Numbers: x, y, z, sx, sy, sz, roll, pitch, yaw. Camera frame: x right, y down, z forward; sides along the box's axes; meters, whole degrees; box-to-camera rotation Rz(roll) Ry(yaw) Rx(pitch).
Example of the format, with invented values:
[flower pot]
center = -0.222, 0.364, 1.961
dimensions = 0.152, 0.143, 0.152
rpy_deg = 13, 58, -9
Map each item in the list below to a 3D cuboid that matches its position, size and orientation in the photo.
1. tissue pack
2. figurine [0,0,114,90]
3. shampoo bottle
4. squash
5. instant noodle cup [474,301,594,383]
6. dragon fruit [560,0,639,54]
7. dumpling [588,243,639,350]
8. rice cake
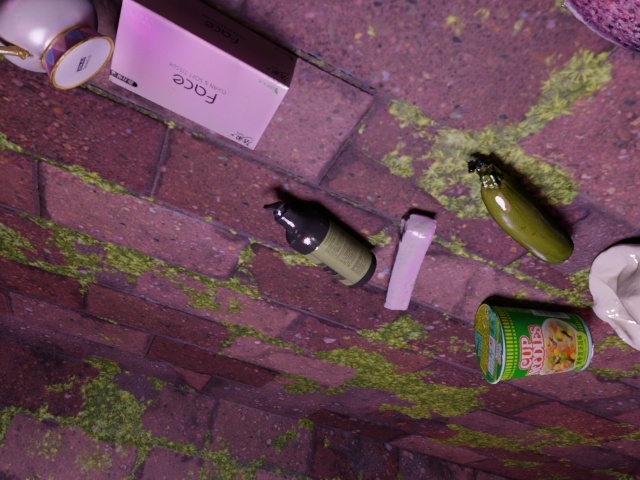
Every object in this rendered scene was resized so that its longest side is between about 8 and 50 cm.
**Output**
[tissue pack]
center = -0.177, -0.267, 0.684
dimensions = 0.246, 0.092, 0.148
rpy_deg = 24, 139, -17
[figurine]
center = -0.408, -0.331, 0.577
dimensions = 0.263, 0.189, 0.142
rpy_deg = 47, 128, -11
[shampoo bottle]
center = 0.000, 0.000, 0.978
dimensions = 0.101, 0.101, 0.284
rpy_deg = -28, 129, 38
[squash]
center = 0.388, -0.046, 0.855
dimensions = 0.331, 0.087, 0.087
rpy_deg = 36, 135, -28
[instant noodle cup]
center = 0.539, 0.255, 1.136
dimensions = 0.233, 0.207, 0.207
rpy_deg = -2, 141, 0
[dragon fruit]
center = 0.368, -0.313, 0.465
dimensions = 0.224, 0.218, 0.148
rpy_deg = 43, 107, 14
[dumpling]
center = 0.710, 0.082, 0.924
dimensions = 0.243, 0.187, 0.318
rpy_deg = 38, 143, 29
[rice cake]
center = 0.201, 0.066, 1.057
dimensions = 0.073, 0.056, 0.364
rpy_deg = 9, 142, 4
